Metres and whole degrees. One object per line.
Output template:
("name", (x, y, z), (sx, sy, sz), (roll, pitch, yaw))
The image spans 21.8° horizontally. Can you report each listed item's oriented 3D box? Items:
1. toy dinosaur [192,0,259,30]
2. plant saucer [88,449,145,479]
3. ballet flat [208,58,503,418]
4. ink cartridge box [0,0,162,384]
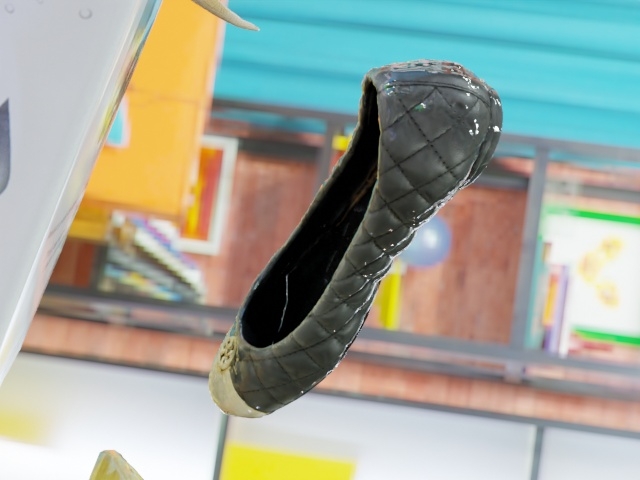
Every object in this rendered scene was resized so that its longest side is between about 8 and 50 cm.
("toy dinosaur", (-0.120, -0.180, 0.976), (0.092, 0.183, 0.053), (-34, 160, -12))
("plant saucer", (0.040, 0.239, 0.433), (0.333, 0.081, 0.332), (55, -9, -18))
("ballet flat", (0.000, 0.000, 0.567), (0.173, 0.049, 0.057), (-55, -146, 37))
("ink cartridge box", (-0.145, -0.112, 0.485), (0.121, 0.211, 0.289), (-86, -162, -74))
